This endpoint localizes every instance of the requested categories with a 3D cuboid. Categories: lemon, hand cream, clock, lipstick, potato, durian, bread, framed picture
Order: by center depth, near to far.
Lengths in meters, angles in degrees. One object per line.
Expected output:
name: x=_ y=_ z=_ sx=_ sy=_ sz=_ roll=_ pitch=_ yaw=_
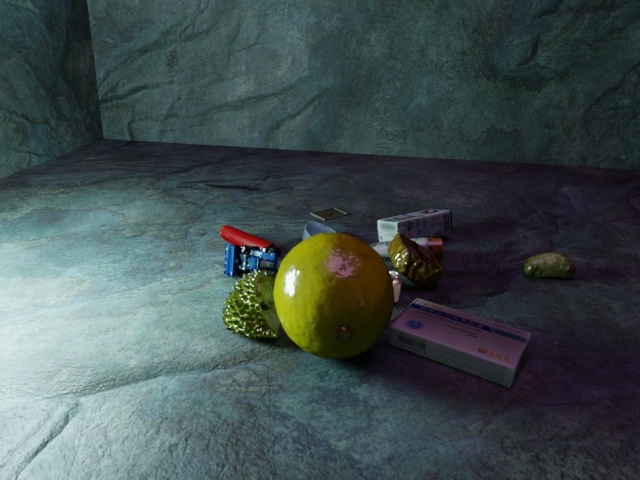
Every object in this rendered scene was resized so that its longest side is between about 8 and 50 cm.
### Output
lemon: x=0.037 y=0.147 z=1.399 sx=0.347 sy=0.348 sz=0.348 roll=2 pitch=22 yaw=-1
durian: x=-0.197 y=0.191 z=1.599 sx=0.169 sy=0.157 sz=0.355 roll=36 pitch=19 yaw=-11
clock: x=0.191 y=0.145 z=1.737 sx=0.165 sy=0.093 sz=0.162 roll=9 pitch=13 yaw=4
bread: x=0.329 y=0.071 z=1.852 sx=0.181 sy=0.096 sz=0.222 roll=30 pitch=17 yaw=-13
potato: x=0.833 y=0.095 z=1.919 sx=0.188 sy=0.085 sz=0.105 roll=-4 pitch=44 yaw=-6
hand cream: x=0.310 y=0.036 z=2.026 sx=0.314 sy=0.089 sz=0.140 roll=-3 pitch=10 yaw=5
lipstick: x=-0.287 y=0.006 z=2.049 sx=0.279 sy=0.073 sz=0.073 roll=21 pitch=29 yaw=40
framed picture: x=0.043 y=-0.126 z=2.483 sx=0.149 sy=0.011 sz=0.109 roll=-15 pitch=27 yaw=-35

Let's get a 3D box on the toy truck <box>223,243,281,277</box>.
toy truck: x=-0.244 y=0.074 z=1.792 sx=0.208 sy=0.113 sz=0.126 roll=4 pitch=2 yaw=13

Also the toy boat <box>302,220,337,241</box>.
toy boat: x=0.000 y=0.000 z=2.081 sx=0.127 sy=0.078 sz=0.283 roll=-9 pitch=25 yaw=-18

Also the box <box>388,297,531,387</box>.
box: x=0.383 y=0.271 z=1.456 sx=0.343 sy=0.065 sz=0.200 roll=15 pitch=26 yaw=29

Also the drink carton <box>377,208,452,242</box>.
drink carton: x=0.398 y=-0.057 z=2.196 sx=0.314 sy=0.107 sz=0.130 roll=-13 pitch=12 yaw=-32
